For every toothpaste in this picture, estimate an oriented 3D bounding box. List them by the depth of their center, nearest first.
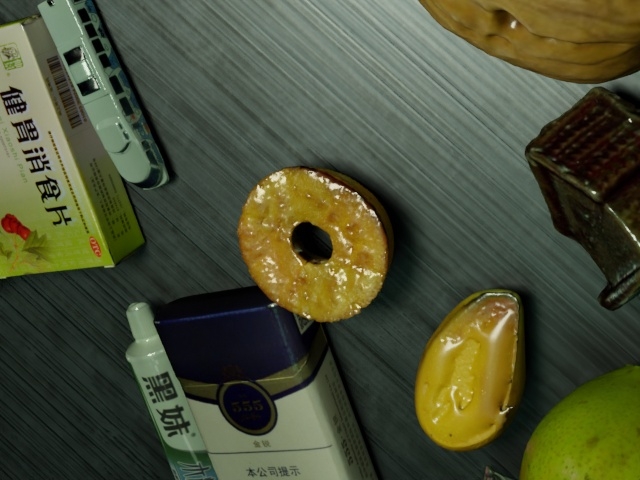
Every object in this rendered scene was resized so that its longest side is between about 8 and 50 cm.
[{"bbox_3d":[-0.138,0.240,1.169,0.099,0.061,0.392,-12,111,17],"label":"toothpaste"}]

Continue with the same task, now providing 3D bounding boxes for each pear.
[{"bbox_3d":[0.248,0.222,0.861,0.187,0.219,0.187,34,166,10],"label":"pear"}]

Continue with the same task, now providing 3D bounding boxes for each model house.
[{"bbox_3d":[0.251,-0.052,0.811,0.165,0.106,0.152,-38,81,0],"label":"model house"}]

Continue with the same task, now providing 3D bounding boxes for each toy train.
[{"bbox_3d":[-0.208,-0.142,1.019,0.043,0.047,0.207,-15,106,33],"label":"toy train"}]

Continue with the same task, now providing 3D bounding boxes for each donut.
[{"bbox_3d":[0.000,0.000,0.968,0.152,0.058,0.152,5,105,21],"label":"donut"}]

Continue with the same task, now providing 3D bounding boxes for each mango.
[{"bbox_3d":[0.141,0.121,0.966,0.101,0.066,0.187,25,119,23],"label":"mango"}]

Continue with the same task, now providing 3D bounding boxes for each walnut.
[{"bbox_3d":[0.166,-0.210,0.711,0.222,0.195,0.195,31,125,8],"label":"walnut"}]

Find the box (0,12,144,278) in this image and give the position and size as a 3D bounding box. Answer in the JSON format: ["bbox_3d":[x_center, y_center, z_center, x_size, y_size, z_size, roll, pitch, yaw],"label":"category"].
[{"bbox_3d":[-0.307,-0.092,1.085,0.175,0.062,0.260,-6,111,30],"label":"box"}]

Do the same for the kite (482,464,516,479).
[{"bbox_3d":[0.219,0.303,0.943,0.013,0.323,0.268,-57,39,24],"label":"kite"}]

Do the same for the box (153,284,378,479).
[{"bbox_3d":[-0.054,0.171,1.085,0.168,0.071,0.259,-10,110,31],"label":"box"}]
